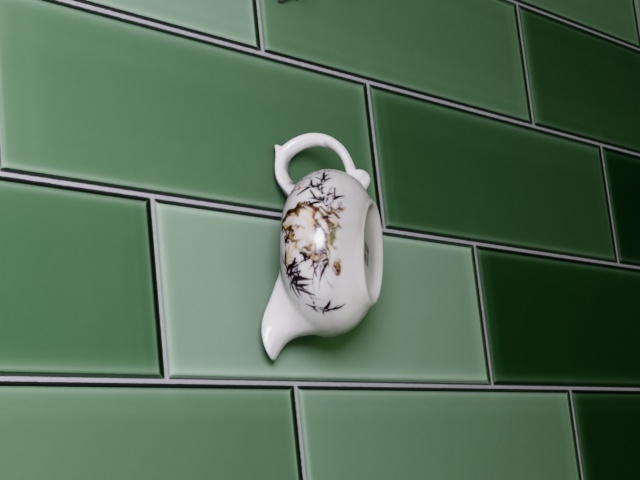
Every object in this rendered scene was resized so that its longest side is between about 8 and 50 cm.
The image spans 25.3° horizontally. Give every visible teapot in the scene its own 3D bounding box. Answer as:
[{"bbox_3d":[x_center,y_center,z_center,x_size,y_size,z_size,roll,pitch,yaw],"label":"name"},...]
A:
[{"bbox_3d":[0.000,0.000,1.819,0.208,0.166,0.299,44,36,-56],"label":"teapot"}]

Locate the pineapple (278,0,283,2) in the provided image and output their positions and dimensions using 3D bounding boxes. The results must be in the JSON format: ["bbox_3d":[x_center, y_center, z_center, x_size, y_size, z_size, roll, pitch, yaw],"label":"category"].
[{"bbox_3d":[-0.042,-0.470,1.937,0.130,0.119,0.277,-34,107,-69],"label":"pineapple"}]
